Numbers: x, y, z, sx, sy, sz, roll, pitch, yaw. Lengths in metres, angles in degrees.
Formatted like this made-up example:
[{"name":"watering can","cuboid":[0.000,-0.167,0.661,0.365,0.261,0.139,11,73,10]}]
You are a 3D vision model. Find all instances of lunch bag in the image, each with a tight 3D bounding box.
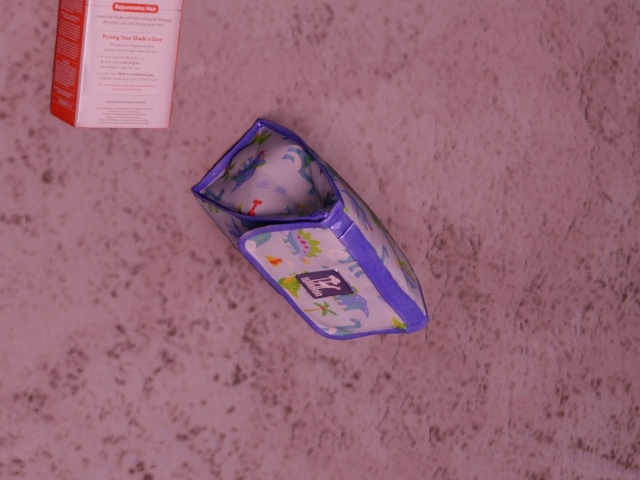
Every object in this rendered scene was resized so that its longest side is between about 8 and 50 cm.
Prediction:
[{"name":"lunch bag","cuboid":[0.000,0.000,1.052,0.096,0.151,0.129,-49,127,-11]}]

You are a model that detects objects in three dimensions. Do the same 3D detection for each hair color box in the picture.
[{"name":"hair color box","cuboid":[-0.131,-0.146,0.980,0.072,0.043,0.141,-1,108,-34]}]
